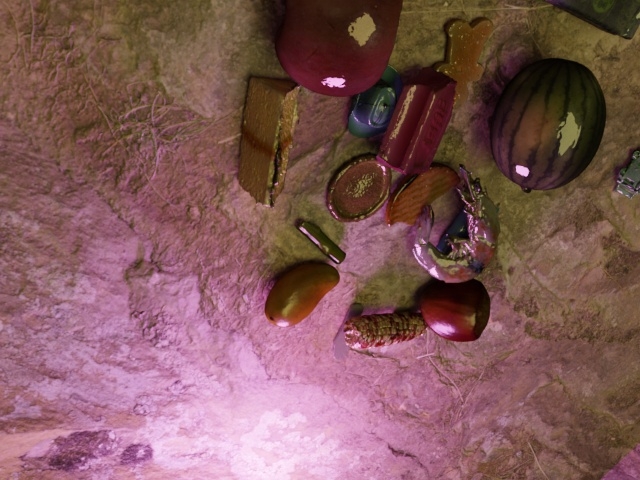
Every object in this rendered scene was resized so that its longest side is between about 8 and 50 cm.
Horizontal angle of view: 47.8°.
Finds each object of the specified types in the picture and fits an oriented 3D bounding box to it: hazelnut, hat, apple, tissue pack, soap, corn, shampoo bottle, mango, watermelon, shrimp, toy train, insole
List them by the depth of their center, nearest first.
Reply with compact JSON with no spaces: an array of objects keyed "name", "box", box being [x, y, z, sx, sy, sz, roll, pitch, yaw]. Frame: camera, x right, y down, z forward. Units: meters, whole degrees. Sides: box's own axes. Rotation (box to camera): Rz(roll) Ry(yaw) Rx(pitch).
[{"name":"apple","box":[0.036,-0.447,1.467,0.234,0.306,0.306,13,113,-6]},{"name":"hat","box":[0.137,-0.322,1.716,0.138,0.078,0.191,-3,119,-27]},{"name":"soap","box":[0.235,-0.289,1.742,0.162,0.099,0.250,-14,129,-56]},{"name":"tissue pack","box":[0.676,-0.693,1.759,0.394,0.124,0.288,11,110,-32]},{"name":"watermelon","box":[0.575,-0.283,1.846,0.278,0.279,0.360,2,116,-29]},{"name":"mango","box":[-0.049,0.135,1.879,0.227,0.099,0.136,-35,125,-16]},{"name":"shrimp","box":[0.370,-0.038,1.964,0.246,0.085,0.361,-7,118,-6]},{"name":"shampoo bottle","box":[0.400,-0.006,2.058,0.103,0.061,0.259,25,105,-33]},{"name":"insole","box":[0.076,0.263,2.076,0.063,0.010,0.192,6,114,-32]},{"name":"corn","box":[0.194,0.253,2.079,0.289,0.098,0.098,-4,120,-36]},{"name":"hazelnut","box":[0.387,0.194,2.101,0.208,0.208,0.208,-13,123,-21]},{"name":"toy train","box":[0.985,-0.207,2.245,0.149,0.099,0.081,-56,161,3]}]

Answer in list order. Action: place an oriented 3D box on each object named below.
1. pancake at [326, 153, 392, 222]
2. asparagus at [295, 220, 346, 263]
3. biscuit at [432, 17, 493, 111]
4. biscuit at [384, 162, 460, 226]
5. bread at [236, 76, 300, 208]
[{"name":"pancake","box":[0.103,-0.129,1.850,0.199,0.021,0.199,-14,125,-22]},{"name":"asparagus","box":[0.000,0.000,1.861,0.178,0.041,0.045,42,69,-35]},{"name":"biscuit","box":[0.344,-0.434,1.792,0.153,0.030,0.235,-7,121,-24]},{"name":"biscuit","box":[0.274,-0.125,1.936,0.228,0.031,0.176,-13,127,-27]},{"name":"bread","box":[-0.113,-0.226,1.618,0.178,0.141,0.266,-37,144,-61]}]
